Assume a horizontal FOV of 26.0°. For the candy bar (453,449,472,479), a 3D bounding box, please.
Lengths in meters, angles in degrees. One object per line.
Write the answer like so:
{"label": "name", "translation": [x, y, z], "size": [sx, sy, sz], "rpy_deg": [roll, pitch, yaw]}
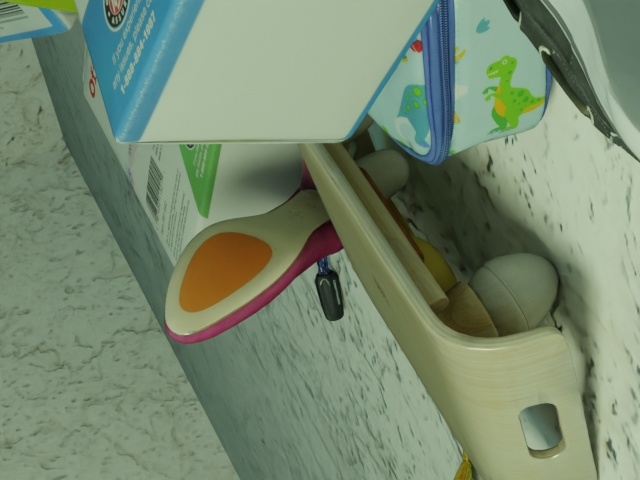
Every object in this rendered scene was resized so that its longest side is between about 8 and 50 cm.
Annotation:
{"label": "candy bar", "translation": [0.106, 0.245, 1.132], "size": [0.040, 0.018, 0.161], "rpy_deg": [88, -163, -51]}

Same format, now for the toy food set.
{"label": "toy food set", "translation": [0.079, 0.012, 0.919], "size": [0.306, 0.092, 0.220], "rpy_deg": [59, 176, 37]}

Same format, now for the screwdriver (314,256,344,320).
{"label": "screwdriver", "translation": [0.000, 0.000, 1.345], "size": [0.024, 0.025, 0.170], "rpy_deg": [-140, 38, -65]}

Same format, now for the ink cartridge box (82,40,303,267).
{"label": "ink cartridge box", "translation": [-0.106, -0.126, 1.220], "size": [0.278, 0.117, 0.201], "rpy_deg": [58, 148, 36]}

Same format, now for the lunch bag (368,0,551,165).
{"label": "lunch bag", "translation": [0.037, -0.161, 0.751], "size": [0.219, 0.090, 0.176], "rpy_deg": [52, 155, 45]}

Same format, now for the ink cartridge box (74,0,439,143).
{"label": "ink cartridge box", "translation": [-0.045, -0.230, 0.635], "size": [0.223, 0.129, 0.307], "rpy_deg": [-57, 45, 48]}

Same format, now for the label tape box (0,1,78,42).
{"label": "label tape box", "translation": [-0.275, -0.388, 1.279], "size": [0.106, 0.333, 0.240], "rpy_deg": [-4, 142, 33]}

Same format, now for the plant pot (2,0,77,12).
{"label": "plant pot", "translation": [-0.197, -0.326, 1.040], "size": [0.207, 0.228, 0.227], "rpy_deg": [-38, 68, 32]}

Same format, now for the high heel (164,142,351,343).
{"label": "high heel", "translation": [-0.037, 0.020, 1.071], "size": [0.082, 0.244, 0.117], "rpy_deg": [19, 138, 19]}

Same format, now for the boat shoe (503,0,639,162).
{"label": "boat shoe", "translation": [0.127, -0.076, 0.562], "size": [0.228, 0.080, 0.076], "rpy_deg": [58, 170, 39]}
